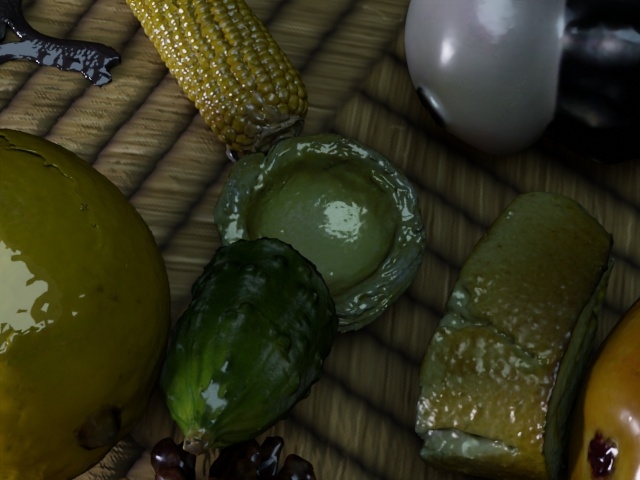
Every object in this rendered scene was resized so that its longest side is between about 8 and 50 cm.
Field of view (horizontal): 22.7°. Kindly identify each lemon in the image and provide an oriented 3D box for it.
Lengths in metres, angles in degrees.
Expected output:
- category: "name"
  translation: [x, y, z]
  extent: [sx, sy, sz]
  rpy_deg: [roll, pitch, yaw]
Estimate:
- category: "lemon"
  translation: [-0.260, 0.053, 1.268]
  extent: [0.297, 0.297, 0.297]
  rpy_deg: [1, 68, -4]

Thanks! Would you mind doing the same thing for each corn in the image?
- category: "corn"
  translation: [-0.110, -0.200, 1.483]
  extent: [0.106, 0.106, 0.293]
  rpy_deg: [-28, 71, -14]

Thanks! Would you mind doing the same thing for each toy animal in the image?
- category: "toy animal"
  translation: [0.209, -0.175, 1.445]
  extent: [0.267, 0.212, 0.212]
  rpy_deg: [10, 67, 3]

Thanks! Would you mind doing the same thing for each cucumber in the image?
- category: "cucumber"
  translation: [-0.067, 0.098, 1.246]
  extent: [0.134, 0.134, 0.244]
  rpy_deg: [17, 24, 3]

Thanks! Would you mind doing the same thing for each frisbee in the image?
- category: "frisbee"
  translation: [-0.279, -0.194, 1.510]
  extent: [0.187, 0.012, 0.211]
  rpy_deg: [14, 67, 1]

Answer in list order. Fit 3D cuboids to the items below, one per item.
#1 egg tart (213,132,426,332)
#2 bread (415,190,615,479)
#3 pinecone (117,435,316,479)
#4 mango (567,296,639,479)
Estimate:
- category: "egg tart"
  translation: [0.000, 0.000, 1.418]
  extent: [0.197, 0.078, 0.197]
  rpy_deg: [2, 69, -5]
- category: "bread"
  translation: [0.168, 0.087, 1.341]
  extent: [0.124, 0.186, 0.257]
  rpy_deg: [14, 63, 15]
- category: "pinecone"
  translation: [-0.074, 0.257, 1.250]
  extent: [0.229, 0.202, 0.201]
  rpy_deg: [28, 43, 28]
- category: "mango"
  translation: [0.390, 0.130, 1.305]
  extent: [0.446, 0.232, 0.300]
  rpy_deg: [-31, 98, -27]
